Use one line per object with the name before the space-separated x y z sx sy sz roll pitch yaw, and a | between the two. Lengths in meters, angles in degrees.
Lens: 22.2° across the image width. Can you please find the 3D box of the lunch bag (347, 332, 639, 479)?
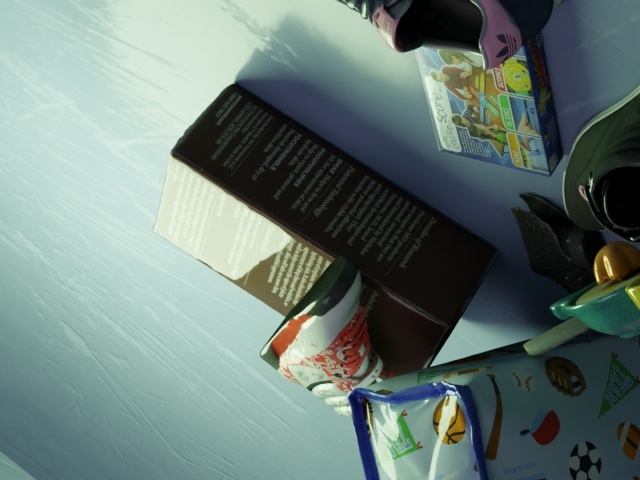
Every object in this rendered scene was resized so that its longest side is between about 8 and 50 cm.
lunch bag | 0.245 0.313 1.790 0.239 0.327 0.386 -9 91 53

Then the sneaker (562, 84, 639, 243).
sneaker | 0.284 -0.052 1.568 0.104 0.147 0.296 35 151 0

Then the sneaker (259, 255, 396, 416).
sneaker | 0.034 0.115 1.845 0.145 0.090 0.270 36 152 -2

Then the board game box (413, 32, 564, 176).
board game box | 0.166 -0.159 1.651 0.136 0.035 0.201 16 144 30

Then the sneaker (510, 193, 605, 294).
sneaker | 0.270 0.026 1.788 0.089 0.051 0.170 8 134 40

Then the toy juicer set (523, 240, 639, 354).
toy juicer set | 0.332 0.026 1.605 0.090 0.209 0.329 61 162 -1

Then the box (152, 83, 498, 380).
box | 0.000 0.000 1.940 0.381 0.143 0.191 34 149 7

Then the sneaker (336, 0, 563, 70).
sneaker | 0.065 -0.243 1.543 0.319 0.131 0.112 15 144 32
